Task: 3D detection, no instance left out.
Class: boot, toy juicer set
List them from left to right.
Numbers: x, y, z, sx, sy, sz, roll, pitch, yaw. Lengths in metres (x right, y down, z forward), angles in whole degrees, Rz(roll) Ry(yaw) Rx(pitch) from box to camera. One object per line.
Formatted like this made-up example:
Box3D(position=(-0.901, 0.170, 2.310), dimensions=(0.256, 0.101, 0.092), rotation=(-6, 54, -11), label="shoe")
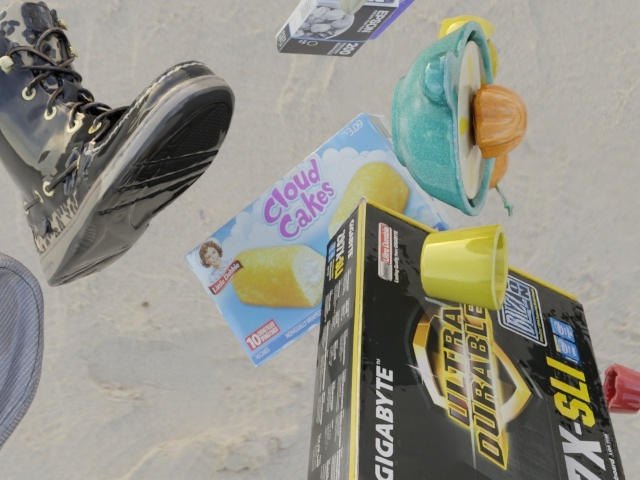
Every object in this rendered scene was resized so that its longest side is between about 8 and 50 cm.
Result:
Box3D(position=(-0.268, -0.144, 0.884), dimensions=(0.377, 0.138, 0.284), rotation=(-41, 77, 46), label="boot")
Box3D(position=(0.109, -0.114, 0.582), dimensions=(0.089, 0.329, 0.209), rotation=(2, 53, 23), label="toy juicer set")

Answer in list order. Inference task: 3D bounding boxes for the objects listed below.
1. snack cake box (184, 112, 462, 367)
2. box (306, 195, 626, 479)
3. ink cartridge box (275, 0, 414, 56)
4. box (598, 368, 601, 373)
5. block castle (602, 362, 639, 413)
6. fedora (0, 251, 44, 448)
Box3D(position=(0.000, 0.000, 0.875), dimensions=(0.264, 0.089, 0.152), rotation=(-38, 83, 20), label="snack cake box")
Box3D(position=(0.123, 0.135, 0.669), dimensions=(0.257, 0.322, 0.079), rotation=(26, 128, -16), label="box")
Box3D(position=(0.050, -0.385, 1.416), dimensions=(0.208, 0.206, 0.045), rotation=(-5, 81, -22), label="ink cartridge box")
Box3D(position=(0.431, 0.270, 1.465), dimensions=(0.162, 0.116, 0.029), rotation=(-40, 59, 13), label="box")
Box3D(position=(0.503, 0.334, 1.164), dimensions=(0.213, 0.453, 0.303), rotation=(12, 82, 5), label="block castle")
Box3D(position=(-0.306, 0.091, 0.629), dimensions=(0.124, 0.243, 0.275), rotation=(-8, 38, 35), label="fedora")
